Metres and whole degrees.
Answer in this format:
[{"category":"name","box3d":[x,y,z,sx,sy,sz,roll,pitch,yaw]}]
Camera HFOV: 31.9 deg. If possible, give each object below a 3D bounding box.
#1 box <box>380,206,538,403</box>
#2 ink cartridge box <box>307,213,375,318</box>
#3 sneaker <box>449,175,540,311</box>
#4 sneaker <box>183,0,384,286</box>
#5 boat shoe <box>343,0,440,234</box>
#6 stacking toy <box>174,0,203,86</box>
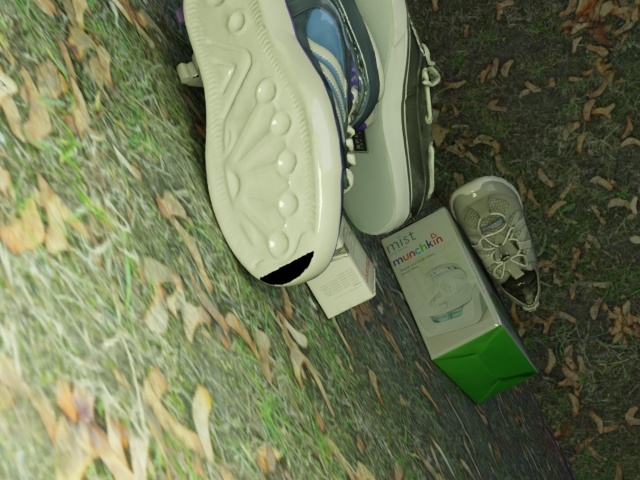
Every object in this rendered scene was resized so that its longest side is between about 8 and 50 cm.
[{"category":"box","box3d":[0.231,0.108,1.819,0.262,0.126,0.231,45,19,-58]},{"category":"ink cartridge box","box3d":[0.000,0.000,1.162,0.135,0.056,0.099,59,11,-13]},{"category":"sneaker","box3d":[0.295,0.005,1.763,0.281,0.105,0.115,49,17,-43]},{"category":"sneaker","box3d":[0.004,-0.104,1.027,0.236,0.130,0.323,12,58,-53]},{"category":"boat shoe","box3d":[0.075,-0.163,1.187,0.105,0.113,0.306,-25,112,-43]},{"category":"stacking toy","box3d":[-0.089,-0.232,1.152,0.221,0.052,0.167,0,60,-52]}]
